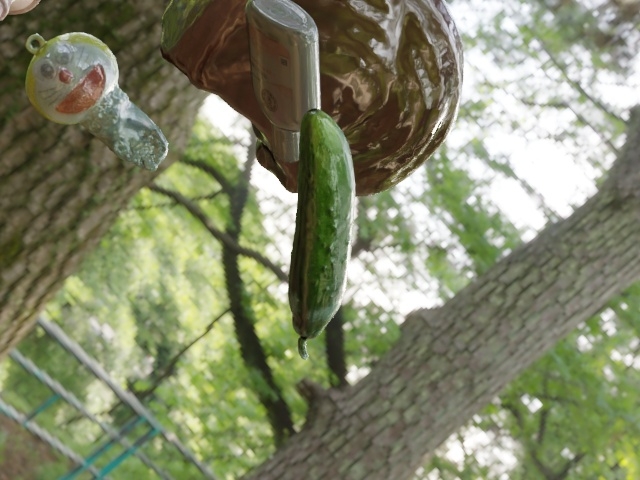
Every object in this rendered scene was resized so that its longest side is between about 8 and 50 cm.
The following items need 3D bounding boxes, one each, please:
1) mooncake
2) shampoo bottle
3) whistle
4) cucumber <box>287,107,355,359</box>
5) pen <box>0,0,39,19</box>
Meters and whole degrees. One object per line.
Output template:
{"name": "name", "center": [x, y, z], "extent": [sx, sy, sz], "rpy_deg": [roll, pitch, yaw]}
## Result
{"name": "mooncake", "center": [-0.005, -0.201, 1.203], "extent": [0.174, 0.333, 0.326], "rpy_deg": [-117, -156, -50]}
{"name": "shampoo bottle", "center": [-0.032, -0.138, 0.980], "extent": [0.080, 0.040, 0.165], "rpy_deg": [38, -31, 29]}
{"name": "whistle", "center": [-0.279, -0.172, 1.366], "extent": [0.223, 0.123, 0.123], "rpy_deg": [45, -6, -15]}
{"name": "cucumber", "center": [0.000, 0.000, 0.968], "extent": [0.056, 0.056, 0.250], "rpy_deg": [42, -43, 45]}
{"name": "pen", "center": [-0.159, -0.163, 0.565], "extent": [0.197, 0.032, 0.053], "rpy_deg": [-99, 179, -49]}
